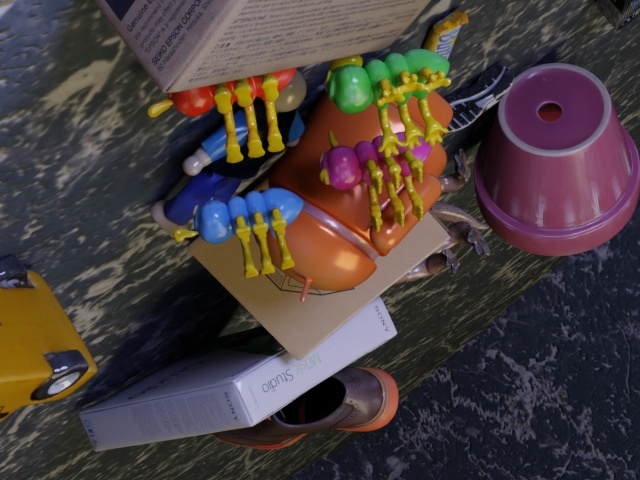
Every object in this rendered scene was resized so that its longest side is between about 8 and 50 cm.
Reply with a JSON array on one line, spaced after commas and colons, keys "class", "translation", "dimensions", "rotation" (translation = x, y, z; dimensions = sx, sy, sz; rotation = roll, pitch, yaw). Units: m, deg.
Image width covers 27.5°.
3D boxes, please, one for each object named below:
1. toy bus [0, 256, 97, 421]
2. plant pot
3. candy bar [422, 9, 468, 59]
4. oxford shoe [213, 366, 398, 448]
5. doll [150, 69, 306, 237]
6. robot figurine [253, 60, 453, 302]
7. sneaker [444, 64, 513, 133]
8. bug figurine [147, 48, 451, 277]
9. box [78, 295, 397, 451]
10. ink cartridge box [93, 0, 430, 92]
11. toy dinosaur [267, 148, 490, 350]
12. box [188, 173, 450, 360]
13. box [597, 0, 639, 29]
[{"class": "toy bus", "translation": [-0.296, 0.090, 0.921], "dimensions": [0.130, 0.108, 0.333], "rotation": [-40, 166, 14]}, {"class": "plant pot", "translation": [0.280, -0.107, 1.554], "dimensions": [0.201, 0.201, 0.180], "rotation": [-34, 151, -8]}, {"class": "candy bar", "translation": [0.107, -0.170, 1.244], "dimensions": [0.040, 0.018, 0.161], "rotation": [-32, 167, -18]}, {"class": "oxford shoe", "translation": [-0.045, 0.189, 1.541], "dimensions": [0.271, 0.096, 0.098], "rotation": [-17, 160, 35]}, {"class": "doll", "translation": [-0.070, -0.072, 1.074], "dimensions": [0.129, 0.046, 0.189], "rotation": [-18, 157, -49]}, {"class": "robot figurine", "translation": [0.025, -0.048, 1.142], "dimensions": [0.219, 0.158, 0.128], "rotation": [-56, 166, -4]}, {"class": "sneaker", "translation": [0.163, -0.145, 1.418], "dimensions": [0.109, 0.040, 0.043], "rotation": [-33, 168, -11]}, {"class": "bug figurine", "translation": [-0.013, -0.072, 0.972], "dimensions": [0.216, 0.072, 0.279], "rotation": [-11, 153, -6]}, {"class": "box", "translation": [-0.099, 0.153, 1.483], "dimensions": [0.232, 0.058, 0.322], "rotation": [-28, -172, -41]}, {"class": "ink cartridge box", "translation": [0.008, -0.193, 0.772], "dimensions": [0.235, 0.088, 0.193], "rotation": [-20, 158, -51]}, {"class": "toy dinosaur", "translation": [0.058, -0.003, 1.408], "dimensions": [0.200, 0.127, 0.296], "rotation": [-21, -177, 38]}, {"class": "box", "translation": [0.000, 0.000, 1.267], "dimensions": [0.201, 0.164, 0.021], "rotation": [-39, -164, 12]}, {"class": "box", "translation": [0.380, -0.319, 1.366], "dimensions": [0.184, 0.045, 0.190], "rotation": [-35, 167, -2]}]
